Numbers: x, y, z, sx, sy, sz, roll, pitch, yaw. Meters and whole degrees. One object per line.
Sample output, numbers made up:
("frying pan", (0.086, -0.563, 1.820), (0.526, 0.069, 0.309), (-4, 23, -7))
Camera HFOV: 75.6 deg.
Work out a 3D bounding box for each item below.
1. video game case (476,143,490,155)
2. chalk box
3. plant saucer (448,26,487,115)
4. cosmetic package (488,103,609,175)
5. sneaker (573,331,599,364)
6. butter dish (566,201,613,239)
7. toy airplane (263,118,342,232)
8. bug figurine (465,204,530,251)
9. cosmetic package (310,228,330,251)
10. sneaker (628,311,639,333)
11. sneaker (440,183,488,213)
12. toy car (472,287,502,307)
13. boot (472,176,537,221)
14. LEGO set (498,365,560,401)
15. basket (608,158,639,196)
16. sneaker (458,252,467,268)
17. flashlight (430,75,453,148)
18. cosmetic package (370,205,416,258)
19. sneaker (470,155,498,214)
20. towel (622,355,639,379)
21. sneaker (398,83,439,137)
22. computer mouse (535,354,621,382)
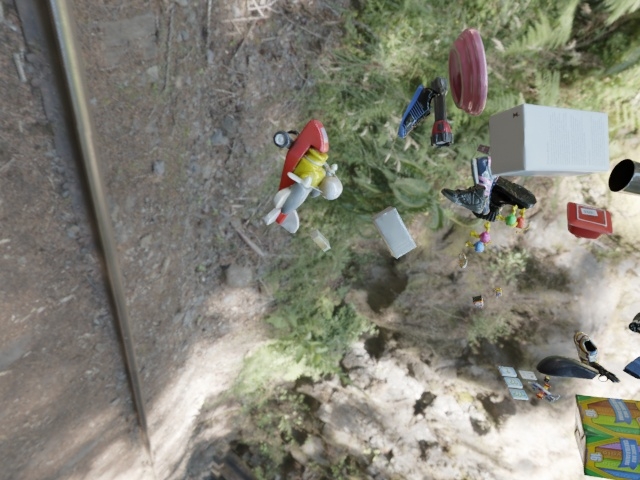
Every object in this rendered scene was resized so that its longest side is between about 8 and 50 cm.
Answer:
("video game case", (0.843, -0.383, 1.891), (0.232, 0.210, 0.041), (-56, 168, -71))
("chalk box", (0.969, 0.619, 1.281), (0.180, 0.289, 0.179), (-47, 129, -60))
("plant saucer", (0.579, -0.663, 1.652), (0.332, 0.084, 0.332), (-9, 90, -81))
("cosmetic package", (0.862, -0.361, 1.549), (0.161, 0.454, 0.230), (180, -92, -66))
("sneaker", (1.163, 0.491, 1.786), (0.070, 0.185, 0.084), (-28, -175, 4))
("butter dish", (1.040, -0.058, 1.626), (0.118, 0.160, 0.160), (90, 23, -44))
("toy airplane", (-0.057, -0.198, 1.530), (0.384, 0.273, 0.386), (87, 24, -63))
("bug figurine", (0.734, -0.037, 1.706), (0.279, 0.072, 0.216), (-34, 154, 16))
("cosmetic package", (0.000, 0.000, 2.159), (0.041, 0.115, 0.060), (-32, -144, 15))
("sneaker", (1.312, 0.311, 1.555), (0.234, 0.078, 0.106), (0, -141, 49))
("sneaker", (0.681, -0.223, 1.929), (0.087, 0.228, 0.130), (-86, -162, -63))
("toy car", (0.603, 0.210, 1.479), (0.122, 0.040, 0.060), (-18, -174, 3))
("boot", (1.024, -0.198, 2.323), (0.131, 0.348, 0.260), (-18, 131, -24))
("LEGO set", (0.990, 0.667, 1.942), (0.182, 0.244, 0.060), (-91, -168, -59))
("basket", (1.449, -0.259, 1.830), (0.204, 0.227, 0.154), (-44, 149, -73))
("sneaker", (0.539, 0.084, 1.559), (0.083, 0.032, 0.037), (-66, 143, -53))
("flashlight", (0.556, -0.587, 1.909), (0.103, 0.103, 0.303), (-15, -106, 62))
("cosmetic package", (0.368, -0.043, 2.090), (0.127, 0.238, 0.107), (-30, -171, -1))
("sneaker", (0.895, -0.295, 2.211), (0.112, 0.131, 0.318), (-67, 142, -67))
("towel", (1.224, 0.487, 1.580), (0.120, 0.067, 0.029), (-19, 122, -22))
("sneaker", (0.410, -0.532, 1.735), (0.081, 0.090, 0.232), (-19, 136, -65))
("computer mouse", (0.996, 0.494, 1.629), (0.188, 0.272, 0.072), (8, 85, -84))
